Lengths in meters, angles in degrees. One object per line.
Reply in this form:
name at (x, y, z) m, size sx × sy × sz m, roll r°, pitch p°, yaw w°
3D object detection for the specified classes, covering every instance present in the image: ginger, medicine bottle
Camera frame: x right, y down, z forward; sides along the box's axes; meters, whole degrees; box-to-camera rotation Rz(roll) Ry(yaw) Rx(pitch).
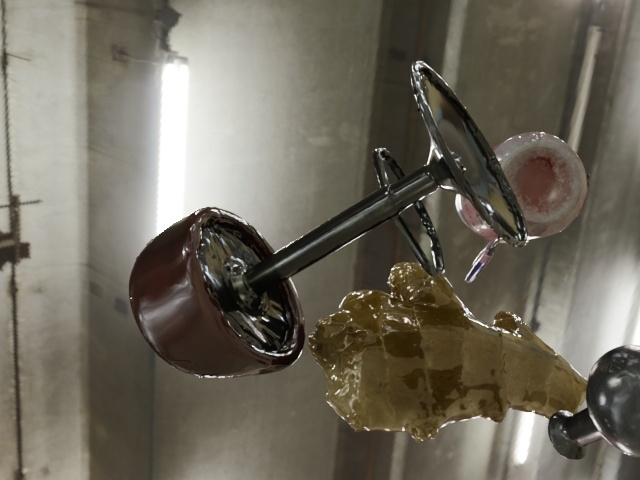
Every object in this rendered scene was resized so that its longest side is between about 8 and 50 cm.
ginger at (0.165, 0.153, 1.055) m, size 0.376 × 0.236 × 0.166 m, roll 12°, pitch -60°, yaw -35°
medicine bottle at (0.272, -0.067, 1.148) m, size 0.147 × 0.147 × 0.247 m, roll -62°, pitch 3°, yaw -6°

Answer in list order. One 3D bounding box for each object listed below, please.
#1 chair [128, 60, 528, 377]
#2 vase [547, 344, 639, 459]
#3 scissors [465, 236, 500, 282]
chair at (0.000, 0.000, 0.900) m, size 0.401 × 0.226 × 0.226 m, roll -30°, pitch -36°, yaw 21°
vase at (0.320, 0.189, 0.873) m, size 0.120 × 0.120 × 0.183 m, roll -30°, pitch -14°, yaw -35°
scissors at (0.219, 0.022, 1.067) m, size 0.039 × 0.012 × 0.113 m, roll -58°, pitch -6°, yaw -26°
